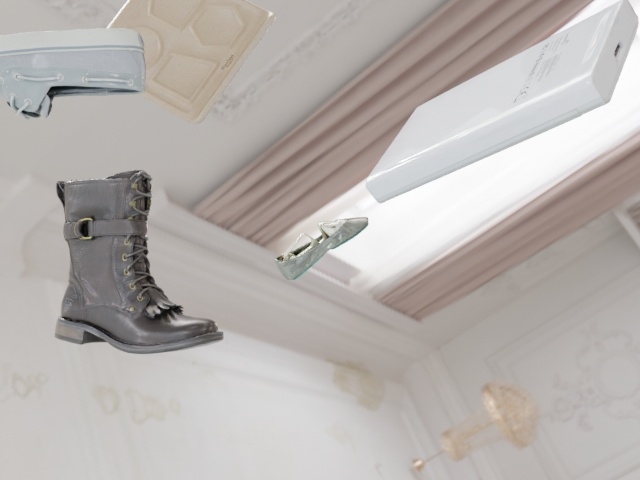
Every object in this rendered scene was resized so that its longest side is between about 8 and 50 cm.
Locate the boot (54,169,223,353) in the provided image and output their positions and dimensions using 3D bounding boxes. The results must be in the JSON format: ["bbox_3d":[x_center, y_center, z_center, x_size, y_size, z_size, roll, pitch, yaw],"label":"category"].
[{"bbox_3d":[-0.239,0.023,1.009,0.091,0.263,0.228,10,-96,-70],"label":"boot"}]

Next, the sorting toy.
[{"bbox_3d":[-0.191,-0.271,1.076,0.208,0.193,0.038,29,166,15],"label":"sorting toy"}]

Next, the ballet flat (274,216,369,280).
[{"bbox_3d":[0.000,0.000,1.610,0.068,0.213,0.072,54,180,-15],"label":"ballet flat"}]

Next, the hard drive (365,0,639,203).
[{"bbox_3d":[0.209,-0.160,0.933,0.040,0.308,0.203,50,-134,-16],"label":"hard drive"}]

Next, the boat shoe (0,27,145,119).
[{"bbox_3d":[-0.296,-0.169,0.826,0.079,0.228,0.081,179,81,-78],"label":"boat shoe"}]
